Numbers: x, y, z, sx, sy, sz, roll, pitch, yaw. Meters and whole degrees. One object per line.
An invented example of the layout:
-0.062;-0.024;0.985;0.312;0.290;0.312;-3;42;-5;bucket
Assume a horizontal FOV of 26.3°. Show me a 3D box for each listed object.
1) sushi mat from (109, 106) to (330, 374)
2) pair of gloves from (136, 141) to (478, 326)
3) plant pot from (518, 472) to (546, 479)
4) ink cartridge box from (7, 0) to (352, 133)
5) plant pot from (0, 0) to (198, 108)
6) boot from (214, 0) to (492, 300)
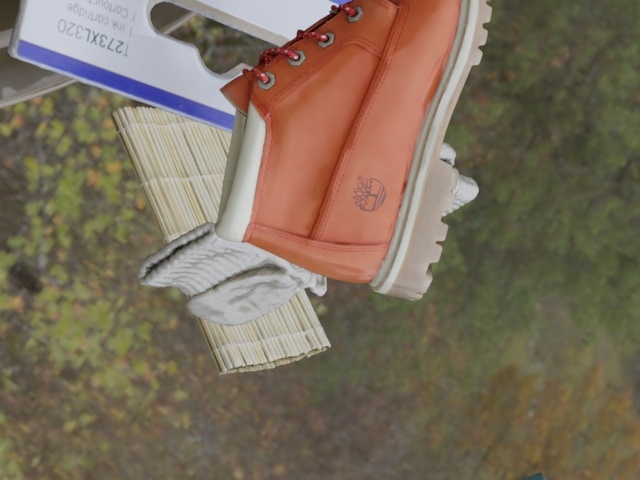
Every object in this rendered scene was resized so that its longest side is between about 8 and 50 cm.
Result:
-0.107;-0.009;1.474;0.151;0.317;0.019;-10;159;-44;sushi mat
0.000;0.000;1.029;0.240;0.042;0.204;-26;163;9;pair of gloves
0.072;0.300;0.949;0.234;0.165;0.166;-16;139;-1;plant pot
-0.027;-0.225;0.576;0.175;0.069;0.371;17;78;-38;ink cartridge box
-0.243;-0.293;1.074;0.323;0.280;0.323;-26;175;-2;plant pot
0.011;-0.064;0.475;0.059;0.084;0.158;173;-70;-83;boot
